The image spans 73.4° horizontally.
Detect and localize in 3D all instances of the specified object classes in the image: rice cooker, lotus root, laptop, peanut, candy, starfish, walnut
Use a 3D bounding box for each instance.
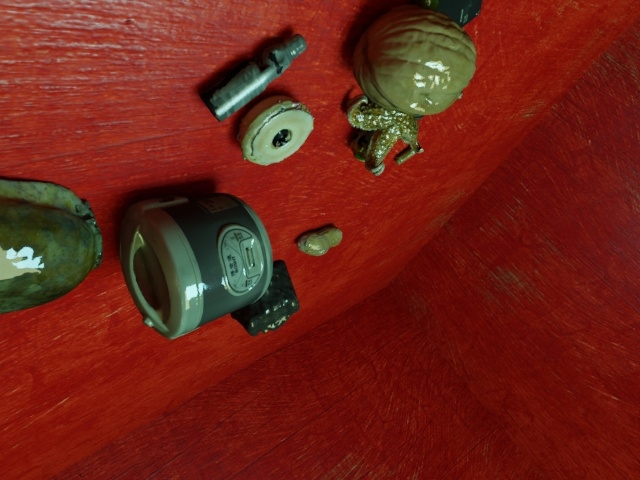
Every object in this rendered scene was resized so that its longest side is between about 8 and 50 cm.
[{"bbox_3d":[-0.273,0.042,0.917,0.277,0.288,0.288,-18,152,-44],"label":"rice cooker"},{"bbox_3d":[-0.492,0.043,0.708,0.267,0.149,0.260,-44,160,25],"label":"lotus root"},{"bbox_3d":[0.323,-0.560,1.001,0.154,0.026,0.207,-40,162,1],"label":"laptop"},{"bbox_3d":[0.000,0.000,1.607,0.214,0.099,0.099,-27,159,-45],"label":"peanut"},{"bbox_3d":[0.192,-0.353,1.193,0.305,0.091,0.083,-56,178,13],"label":"candy"},{"bbox_3d":[0.213,-0.323,1.102,0.303,0.113,0.312,-33,133,4],"label":"starfish"},{"bbox_3d":[0.198,-0.367,0.901,0.261,0.224,0.225,6,139,-24],"label":"walnut"}]

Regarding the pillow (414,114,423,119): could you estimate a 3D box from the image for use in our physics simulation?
[{"bbox_3d":[0.307,-0.432,1.248,0.113,0.038,0.203,-19,152,-38],"label":"pillow"}]

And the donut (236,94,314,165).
[{"bbox_3d":[-0.099,-0.235,0.907,0.175,0.068,0.174,-32,161,-12],"label":"donut"}]

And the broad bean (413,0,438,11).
[{"bbox_3d":[0.251,-0.489,0.988,0.052,0.052,0.256,-43,158,10],"label":"broad bean"}]

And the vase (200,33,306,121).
[{"bbox_3d":[-0.113,-0.295,0.759,0.211,0.060,0.060,-39,161,-4],"label":"vase"}]

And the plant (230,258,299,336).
[{"bbox_3d":[-0.191,0.127,1.263,0.199,0.276,0.188,3,132,-50],"label":"plant"}]

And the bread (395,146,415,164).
[{"bbox_3d":[0.303,-0.304,1.539,0.088,0.033,0.049,-35,176,1],"label":"bread"}]
